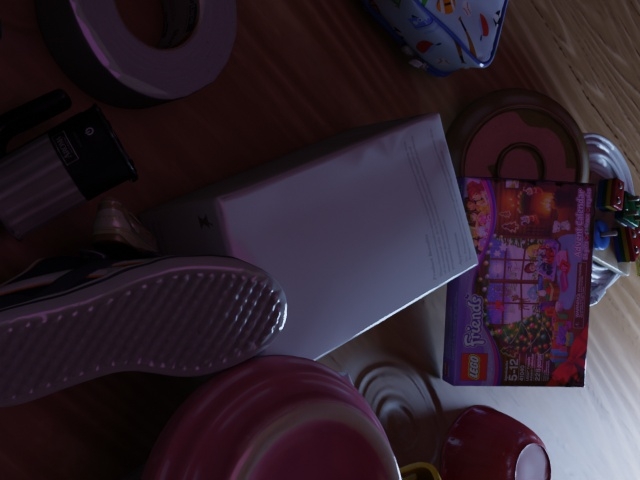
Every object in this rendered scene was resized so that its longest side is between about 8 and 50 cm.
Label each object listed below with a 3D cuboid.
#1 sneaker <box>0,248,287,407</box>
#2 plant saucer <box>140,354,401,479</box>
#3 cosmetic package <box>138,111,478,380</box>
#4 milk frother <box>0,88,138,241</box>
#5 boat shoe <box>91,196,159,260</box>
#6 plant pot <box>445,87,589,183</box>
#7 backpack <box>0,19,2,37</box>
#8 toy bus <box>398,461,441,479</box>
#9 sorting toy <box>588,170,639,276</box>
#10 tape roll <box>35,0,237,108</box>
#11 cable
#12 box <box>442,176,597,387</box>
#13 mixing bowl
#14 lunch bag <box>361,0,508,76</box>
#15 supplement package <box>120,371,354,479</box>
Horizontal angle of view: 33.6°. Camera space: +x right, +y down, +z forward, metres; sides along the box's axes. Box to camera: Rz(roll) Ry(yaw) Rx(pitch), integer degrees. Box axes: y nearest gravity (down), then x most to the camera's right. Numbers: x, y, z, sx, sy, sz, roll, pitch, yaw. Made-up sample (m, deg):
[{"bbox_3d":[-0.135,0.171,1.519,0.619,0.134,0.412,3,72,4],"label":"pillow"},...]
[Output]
[{"bbox_3d":[-0.199,0.068,1.038,0.321,0.127,0.126,-7,111,-24],"label":"sneaker"},{"bbox_3d":[-0.029,0.282,1.063,0.332,0.084,0.332,4,84,-42],"label":"plant saucer"},{"bbox_3d":[0.000,0.000,1.266,0.385,0.156,0.217,-23,102,-40],"label":"cosmetic package"},{"bbox_3d":[-0.259,-0.065,1.075,0.134,0.129,0.143,-29,143,-5],"label":"milk frother"},{"bbox_3d":[-0.201,-0.005,1.102,0.153,0.056,0.048,56,33,-76],"label":"boat shoe"},{"bbox_3d":[0.287,-0.103,1.541,0.236,0.032,0.237,-1,94,-12],"label":"plant pot"},{"bbox_3d":[-0.383,-0.164,0.935,0.182,0.152,0.115,-40,114,-30],"label":"backpack"},{"bbox_3d":[0.131,0.358,1.385,0.190,0.202,0.104,6,52,-36],"label":"toy bus"},{"bbox_3d":[0.467,-0.024,1.652,0.274,0.046,0.132,25,69,-39],"label":"sorting toy"},{"bbox_3d":[-0.197,-0.257,1.159,0.219,0.072,0.219,5,82,-42],"label":"tape roll"},{"bbox_3d":[0.413,-0.043,1.698,0.257,0.089,0.257,-28,104,-41],"label":"cable"},{"bbox_3d":[0.281,0.060,1.503,0.200,0.057,0.294,2,93,-12],"label":"box"},{"bbox_3d":[0.265,0.330,1.522,0.181,0.098,0.182,4,84,-42],"label":"mixing bowl"},{"bbox_3d":[0.177,-0.386,1.492,0.243,0.114,0.304,36,62,-38],"label":"lunch bag"},{"bbox_3d":[-0.063,0.296,1.186,0.262,0.145,0.204,-34,109,-40],"label":"supplement package"}]
